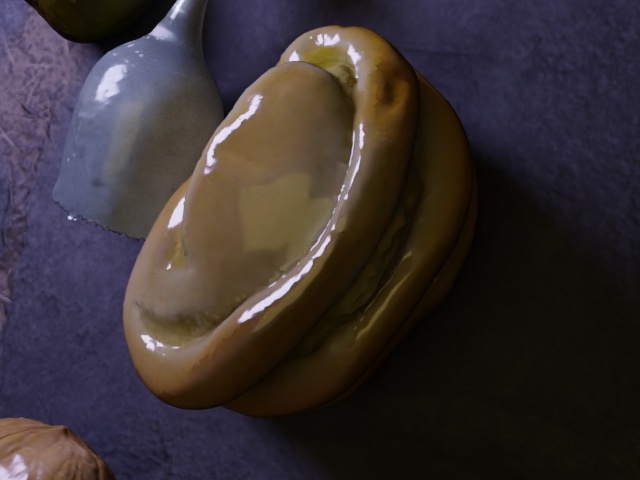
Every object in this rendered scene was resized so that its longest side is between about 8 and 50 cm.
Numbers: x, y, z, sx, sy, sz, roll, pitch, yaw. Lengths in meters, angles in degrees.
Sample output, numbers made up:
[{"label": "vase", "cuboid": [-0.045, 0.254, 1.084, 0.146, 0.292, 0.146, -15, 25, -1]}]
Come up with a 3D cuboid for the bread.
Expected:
[{"label": "bread", "cuboid": [0.000, 0.000, 0.787, 0.211, 0.270, 0.315, 32, 87, 6]}]

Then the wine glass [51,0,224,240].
[{"label": "wine glass", "cuboid": [-0.129, -0.156, 0.911, 0.143, 0.143, 0.321, 23, 90, 20]}]

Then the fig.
[{"label": "fig", "cuboid": [-0.207, -0.279, 0.966, 0.185, 0.126, 0.133, -51, 57, 9]}]

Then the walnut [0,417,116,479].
[{"label": "walnut", "cuboid": [-0.265, 0.262, 0.871, 0.193, 0.193, 0.225, 27, 91, 20]}]
